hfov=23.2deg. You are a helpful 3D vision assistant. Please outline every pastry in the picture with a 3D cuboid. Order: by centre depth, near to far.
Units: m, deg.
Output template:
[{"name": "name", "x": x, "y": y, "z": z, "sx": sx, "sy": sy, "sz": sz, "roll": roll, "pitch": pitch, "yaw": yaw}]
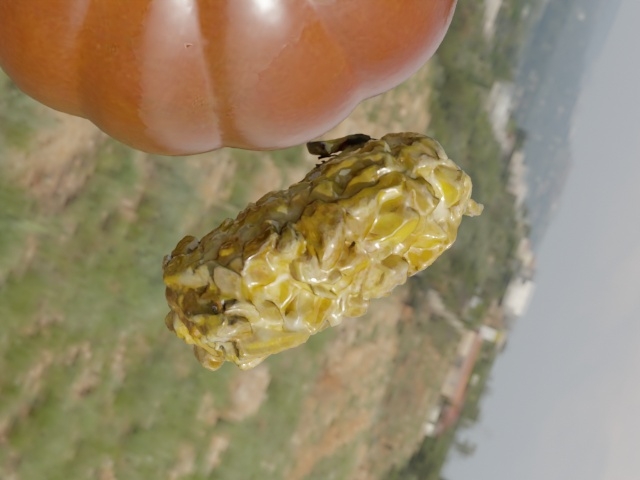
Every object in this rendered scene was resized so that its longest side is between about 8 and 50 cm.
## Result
[{"name": "pastry", "x": 0.000, "y": 0.000, "z": 1.156, "sx": 0.250, "sy": 0.102, "sz": 0.154, "roll": -33, "pitch": -160, "yaw": -14}]

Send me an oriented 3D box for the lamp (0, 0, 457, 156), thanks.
[{"name": "lamp", "x": -0.042, "y": -0.142, "z": 0.603, "sx": 0.196, "sy": 0.223, "sz": 0.223, "roll": 63, "pitch": 49, "yaw": -84}]
